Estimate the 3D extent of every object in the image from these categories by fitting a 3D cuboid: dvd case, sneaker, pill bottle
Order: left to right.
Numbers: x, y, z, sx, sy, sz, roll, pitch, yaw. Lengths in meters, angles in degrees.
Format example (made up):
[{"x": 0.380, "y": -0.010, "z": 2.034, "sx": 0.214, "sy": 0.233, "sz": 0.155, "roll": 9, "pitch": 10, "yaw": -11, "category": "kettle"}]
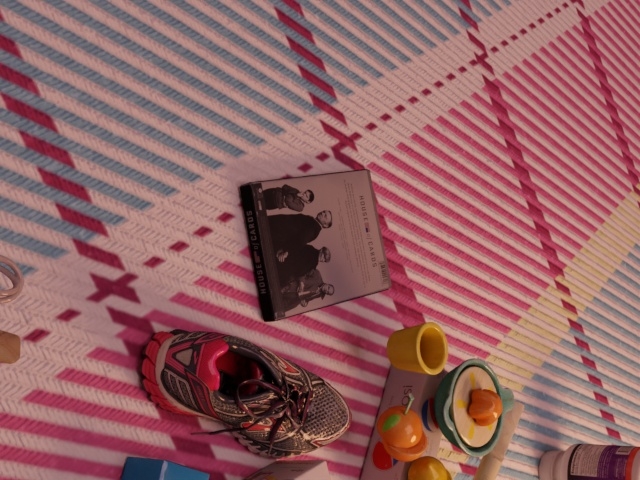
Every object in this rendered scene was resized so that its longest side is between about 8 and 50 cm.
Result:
[{"x": -0.066, "y": 0.188, "z": 1.022, "sx": 0.299, "sy": 0.112, "sz": 0.121, "roll": 26, "pitch": 65, "yaw": -42, "category": "sneaker"}, {"x": 0.000, "y": 0.000, "z": 1.183, "sx": 0.238, "sy": 0.029, "sz": 0.179, "roll": -11, "pitch": 91, "yaw": -47, "category": "dvd case"}, {"x": 0.481, "y": 0.407, "z": 1.498, "sx": 0.108, "sy": 0.193, "sz": 0.108, "roll": 9, "pitch": 77, "yaw": -44, "category": "pill bottle"}]

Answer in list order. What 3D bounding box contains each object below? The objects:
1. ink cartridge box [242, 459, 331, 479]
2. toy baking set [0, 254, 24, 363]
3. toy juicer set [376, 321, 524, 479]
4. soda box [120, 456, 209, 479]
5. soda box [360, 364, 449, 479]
[{"x": -0.056, "y": 0.305, "z": 1.028, "sx": 0.122, "sy": 0.088, "sz": 0.052, "roll": -15, "pitch": 92, "yaw": -47, "category": "ink cartridge box"}, {"x": -0.353, "y": -0.002, "z": 0.733, "sx": 0.256, "sy": 0.030, "sz": 0.196, "roll": 58, "pitch": 28, "yaw": 13, "category": "toy baking set"}, {"x": 0.203, "y": 0.265, "z": 1.197, "sx": 0.329, "sy": 0.089, "sz": 0.209, "roll": 36, "pitch": 58, "yaw": -37, "category": "toy juicer set"}, {"x": -0.185, "y": 0.337, "z": 0.900, "sx": 0.067, "sy": 0.071, "sz": 0.210, "roll": 30, "pitch": 62, "yaw": -39, "category": "soda box"}, {"x": 0.122, "y": 0.278, "z": 1.230, "sx": 0.069, "sy": 0.074, "sz": 0.216, "roll": 40, "pitch": 56, "yaw": -35, "category": "soda box"}]
